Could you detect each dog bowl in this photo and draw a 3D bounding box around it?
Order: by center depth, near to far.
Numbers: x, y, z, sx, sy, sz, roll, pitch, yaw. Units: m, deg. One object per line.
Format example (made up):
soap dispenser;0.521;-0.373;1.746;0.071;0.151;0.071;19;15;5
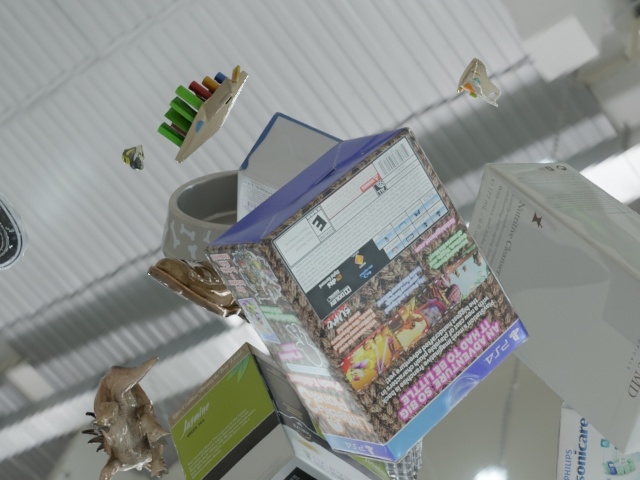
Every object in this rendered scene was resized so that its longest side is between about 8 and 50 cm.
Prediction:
dog bowl;-0.142;-0.041;2.438;0.348;0.102;0.349;-1;-156;1

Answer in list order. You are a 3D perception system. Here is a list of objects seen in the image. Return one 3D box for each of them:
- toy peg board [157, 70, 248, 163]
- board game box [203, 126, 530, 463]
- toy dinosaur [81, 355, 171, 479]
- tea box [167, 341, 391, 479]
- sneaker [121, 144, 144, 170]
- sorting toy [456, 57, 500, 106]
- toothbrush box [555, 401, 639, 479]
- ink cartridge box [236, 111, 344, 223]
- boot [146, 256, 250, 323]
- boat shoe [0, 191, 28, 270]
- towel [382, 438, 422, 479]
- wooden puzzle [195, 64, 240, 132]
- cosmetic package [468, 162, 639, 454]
toy peg board;-0.238;-0.262;2.440;0.160;0.079;0.161;-49;175;-47
board game box;0.055;0.060;1.396;0.232;0.291;0.141;-38;-164;-26
toy dinosaur;-0.302;0.271;1.902;0.127;0.296;0.200;-2;-148;-12
tea box;-0.054;0.408;2.168;0.220;0.329;0.323;-44;-147;11
sneaker;-0.310;-0.133;2.043;0.035;0.031;0.083;-11;-160;1
sorting toy;0.276;-0.261;2.125;0.045;0.075;0.083;-50;-169;35
toothbrush box;0.498;0.272;1.740;0.295;0.126;0.216;8;-163;21
ink cartridge box;0.000;0.000;2.111;0.151;0.270;0.395;-57;166;-32
boot;-0.129;0.042;1.702;0.112;0.305;0.115;33;-83;25
boat shoe;-0.480;-0.065;1.482;0.108;0.301;0.102;-46;-165;0
towel;0.075;0.330;2.421;0.235;0.284;0.121;0;-162;19
wooden puzzle;-0.168;-0.233;2.061;0.116;0.014;0.078;-45;-153;24
cosmetic package;0.354;0.074;1.618;0.385;0.156;0.217;44;-52;48
